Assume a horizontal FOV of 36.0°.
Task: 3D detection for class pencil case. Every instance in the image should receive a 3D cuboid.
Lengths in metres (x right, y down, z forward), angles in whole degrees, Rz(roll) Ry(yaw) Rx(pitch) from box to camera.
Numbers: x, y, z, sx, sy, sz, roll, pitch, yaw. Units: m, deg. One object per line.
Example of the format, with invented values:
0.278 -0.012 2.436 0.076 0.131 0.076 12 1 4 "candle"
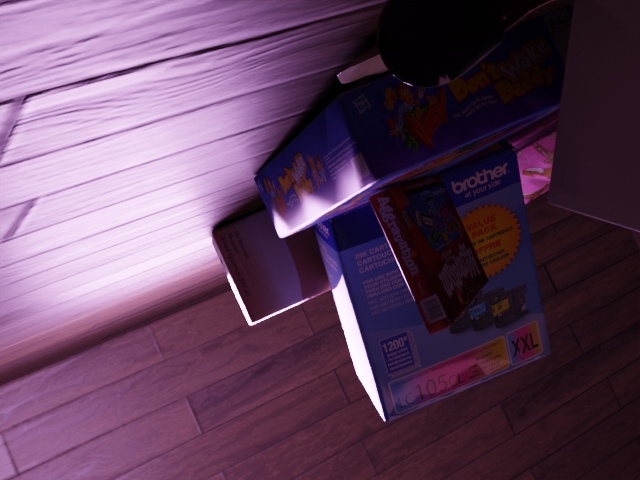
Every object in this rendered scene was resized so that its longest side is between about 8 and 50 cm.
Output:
0.338 -0.157 1.394 0.386 0.160 0.167 -29 -150 53 "pencil case"

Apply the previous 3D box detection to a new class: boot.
0.125 -0.173 0.570 0.219 0.082 0.106 -29 -162 10 "boot"

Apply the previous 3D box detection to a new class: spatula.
0.128 -0.176 0.783 0.242 0.019 0.168 -25 176 7 "spatula"

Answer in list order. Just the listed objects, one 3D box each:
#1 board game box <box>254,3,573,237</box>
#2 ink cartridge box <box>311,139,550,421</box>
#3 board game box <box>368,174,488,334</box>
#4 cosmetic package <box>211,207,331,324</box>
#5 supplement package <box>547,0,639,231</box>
0.085 -0.102 0.977 0.233 0.078 0.347 -23 179 -17 "board game box"
0.140 0.013 1.341 0.270 0.395 0.151 -22 -154 -9 "ink cartridge box"
0.124 0.004 1.060 0.027 0.145 0.281 -23 180 18 "board game box"
0.000 0.000 1.468 0.296 0.153 0.129 -25 178 -8 "cosmetic package"
0.338 -0.127 0.771 0.199 0.198 0.262 21 -149 36 "supplement package"
